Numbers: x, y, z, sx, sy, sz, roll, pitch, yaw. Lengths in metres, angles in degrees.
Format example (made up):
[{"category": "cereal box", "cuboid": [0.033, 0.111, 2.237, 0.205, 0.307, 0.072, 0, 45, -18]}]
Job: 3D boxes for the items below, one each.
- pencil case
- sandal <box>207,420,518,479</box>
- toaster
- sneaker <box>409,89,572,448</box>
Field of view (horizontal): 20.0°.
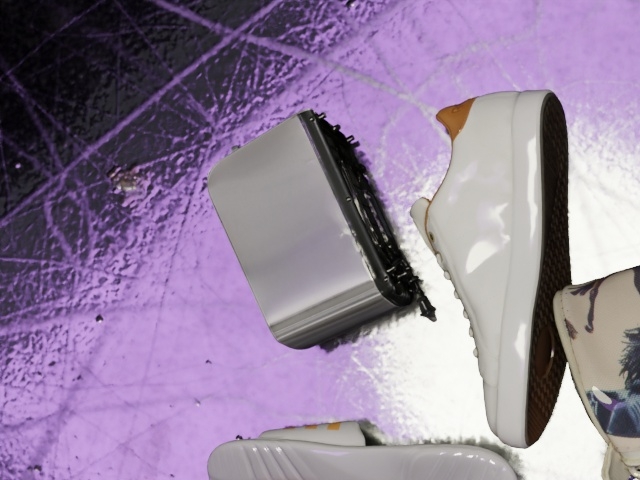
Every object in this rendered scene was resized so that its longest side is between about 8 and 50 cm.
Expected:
[{"category": "pencil case", "cuboid": [0.391, 0.066, 1.374, 0.410, 0.160, 0.184, -18, 62, 17]}, {"category": "sandal", "cuboid": [0.039, 0.197, 1.493, 0.265, 0.076, 0.102, -2, 109, 19]}, {"category": "toaster", "cuboid": [0.000, 0.000, 1.470, 0.110, 0.168, 0.186, -26, 82, 9]}, {"category": "sneaker", "cuboid": [0.137, 0.024, 1.491, 0.123, 0.106, 0.290, -1, 82, 25]}]
